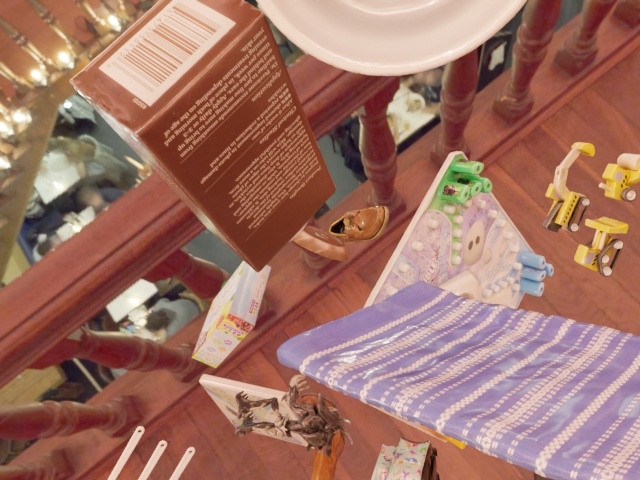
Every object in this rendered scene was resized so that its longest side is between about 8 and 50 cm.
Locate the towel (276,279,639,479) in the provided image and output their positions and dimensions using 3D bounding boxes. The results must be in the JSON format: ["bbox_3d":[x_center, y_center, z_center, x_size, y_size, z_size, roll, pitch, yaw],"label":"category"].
[{"bbox_3d":[0.151,0.101,0.479,0.336,0.243,0.040,8,106,46],"label":"towel"}]

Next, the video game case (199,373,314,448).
[{"bbox_3d":[-0.198,0.555,1.753,0.329,0.300,0.036,4,46,28],"label":"video game case"}]

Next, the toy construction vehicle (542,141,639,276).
[{"bbox_3d":[0.222,-0.030,0.451,0.035,0.086,0.098,14,104,-11],"label":"toy construction vehicle"}]

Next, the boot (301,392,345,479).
[{"bbox_3d":[-0.011,0.640,1.644,0.096,0.264,0.280,-7,34,18],"label":"boot"}]

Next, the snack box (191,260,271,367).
[{"bbox_3d":[-0.201,0.163,1.225,0.070,0.207,0.174,30,41,-16],"label":"snack box"}]

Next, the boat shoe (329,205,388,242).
[{"bbox_3d":[0.129,-0.051,1.921,0.105,0.307,0.110,12,69,-21],"label":"boat shoe"}]

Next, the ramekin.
[{"bbox_3d":[0.066,-0.306,0.487,0.277,0.277,0.135,0,35,10],"label":"ramekin"}]

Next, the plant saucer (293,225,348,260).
[{"bbox_3d":[0.000,0.000,1.610,0.199,0.199,0.036,29,103,17],"label":"plant saucer"}]

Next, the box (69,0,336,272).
[{"bbox_3d":[-0.120,-0.126,0.727,0.143,0.381,0.191,37,78,27],"label":"box"}]

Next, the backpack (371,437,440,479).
[{"bbox_3d":[0.244,0.718,1.552,0.191,0.253,0.225,-2,108,13],"label":"backpack"}]

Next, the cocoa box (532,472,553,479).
[{"bbox_3d":[0.537,0.341,0.832,0.231,0.227,0.347,-34,31,-31],"label":"cocoa box"}]

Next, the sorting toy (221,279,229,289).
[{"bbox_3d":[-0.274,0.218,1.882,0.132,0.046,0.274,-33,36,12],"label":"sorting toy"}]

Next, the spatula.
[{"bbox_3d":[-0.381,0.517,1.148,0.168,0.019,0.242,30,92,-19],"label":"spatula"}]

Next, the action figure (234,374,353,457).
[{"bbox_3d":[-0.051,0.384,1.203,0.276,0.141,0.164,-1,113,19],"label":"action figure"}]

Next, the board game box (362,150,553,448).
[{"bbox_3d":[0.227,0.121,0.881,0.050,0.390,0.389,21,77,46],"label":"board game box"}]
